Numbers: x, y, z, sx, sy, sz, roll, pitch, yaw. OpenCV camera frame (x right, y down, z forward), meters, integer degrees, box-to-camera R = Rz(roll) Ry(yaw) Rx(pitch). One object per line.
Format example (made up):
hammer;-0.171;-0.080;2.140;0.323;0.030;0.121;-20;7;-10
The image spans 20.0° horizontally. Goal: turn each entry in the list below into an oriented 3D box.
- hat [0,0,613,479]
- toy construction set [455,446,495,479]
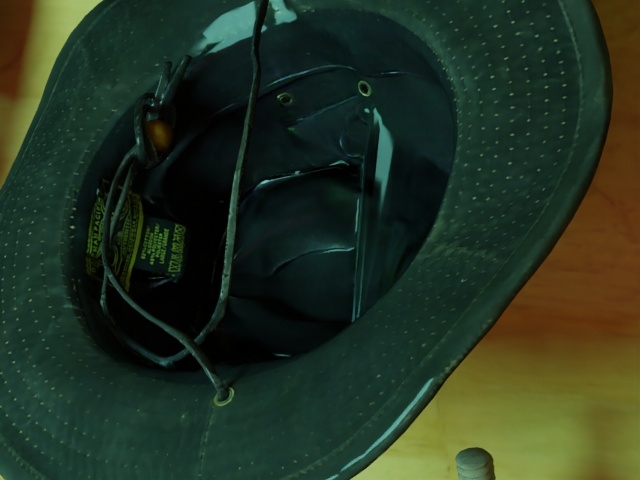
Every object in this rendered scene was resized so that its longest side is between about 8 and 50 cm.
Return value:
hat;0.000;0.000;0.794;0.331;0.331;0.134;-16;145;33
toy construction set;0.234;0.229;0.789;0.308;0.257;0.237;-10;121;0
